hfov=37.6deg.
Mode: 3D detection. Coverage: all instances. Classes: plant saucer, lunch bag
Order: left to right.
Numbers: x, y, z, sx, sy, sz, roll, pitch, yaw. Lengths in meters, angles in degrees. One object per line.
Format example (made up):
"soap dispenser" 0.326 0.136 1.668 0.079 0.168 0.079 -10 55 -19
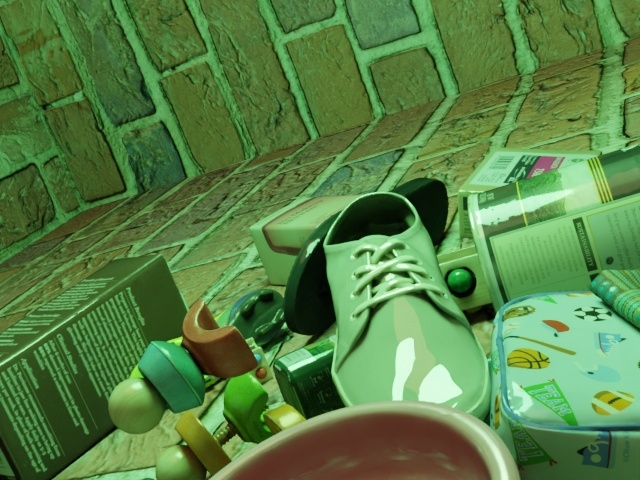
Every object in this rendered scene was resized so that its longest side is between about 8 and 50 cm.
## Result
"plant saucer" 0.006 0.257 0.721 0.332 0.084 0.332 -23 20 9
"lunch bag" 0.275 0.142 0.842 0.243 0.115 0.303 0 20 10

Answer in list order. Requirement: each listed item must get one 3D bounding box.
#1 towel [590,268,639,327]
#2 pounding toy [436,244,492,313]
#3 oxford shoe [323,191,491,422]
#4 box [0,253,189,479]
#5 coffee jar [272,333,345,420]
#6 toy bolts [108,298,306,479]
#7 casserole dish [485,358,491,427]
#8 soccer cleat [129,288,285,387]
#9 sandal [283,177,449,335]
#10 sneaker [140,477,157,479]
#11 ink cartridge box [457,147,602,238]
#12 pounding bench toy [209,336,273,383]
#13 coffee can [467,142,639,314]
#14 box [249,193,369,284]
"towel" 0.431 0.084 0.779 0.271 0.040 0.370 -4 19 -12
"pounding toy" 0.196 0.072 1.325 0.130 0.100 0.141 -17 4 15
"oxford shoe" 0.082 0.074 1.080 0.169 0.130 0.449 -13 28 2
"box" -0.372 0.189 1.434 0.143 0.191 0.381 -4 23 42
"coffee jar" 0.038 0.157 1.194 0.184 0.096 0.079 -25 18 -17
"toy bolts" -0.119 0.207 1.029 0.158 0.229 0.218 -38 32 -17
"casserole dish" 0.189 0.172 1.048 0.188 0.037 0.114 -15 15 20
"soccer cleat" -0.173 0.175 1.488 0.289 0.093 0.121 -32 -6 -27
"sandal" 0.103 0.012 1.528 0.107 0.168 0.445 14 34 36
"sneaker" -0.311 0.326 1.013 0.299 0.121 0.111 -24 15 -11
"ink cartridge box" 0.347 -0.077 1.534 0.193 0.088 0.234 4 24 23
"pounding bench toy" -0.121 0.190 1.382 0.083 0.052 0.065 -24 15 -11
"coffee can" 0.338 0.000 1.132 0.275 0.202 0.201 -17 15 15
"box" 0.000 0.000 1.754 0.148 0.127 0.232 -30 17 -31
